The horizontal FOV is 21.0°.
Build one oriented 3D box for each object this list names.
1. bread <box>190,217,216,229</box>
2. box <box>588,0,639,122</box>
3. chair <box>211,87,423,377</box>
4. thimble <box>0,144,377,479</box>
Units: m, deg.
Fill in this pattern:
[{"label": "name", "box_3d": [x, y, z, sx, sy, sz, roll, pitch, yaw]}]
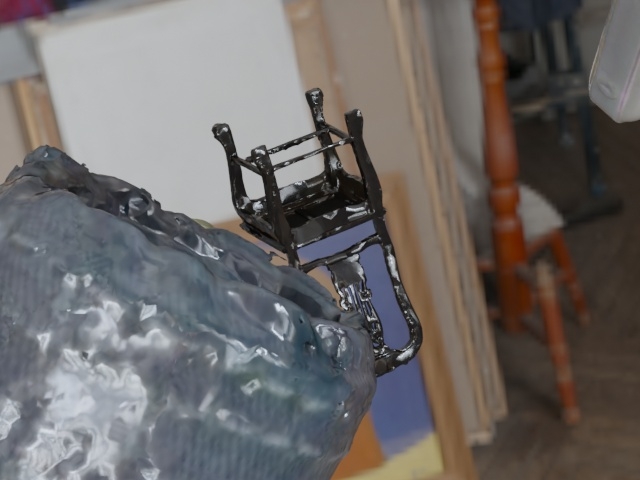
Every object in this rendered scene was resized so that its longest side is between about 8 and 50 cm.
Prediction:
[{"label": "bread", "box_3d": [-0.144, 0.095, 1.199, 0.109, 0.192, 0.210, 11, 43, -9]}, {"label": "box", "box_3d": [0.176, -0.154, 0.649, 0.142, 0.285, 0.044, -39, 71, -18]}, {"label": "chair", "box_3d": [0.000, 0.000, 1.475, 0.106, 0.229, 0.113, -21, 20, -17]}, {"label": "thimble", "box_3d": [-0.095, 0.070, 0.911, 0.236, 0.172, 0.205, 26, 3, -5]}]
